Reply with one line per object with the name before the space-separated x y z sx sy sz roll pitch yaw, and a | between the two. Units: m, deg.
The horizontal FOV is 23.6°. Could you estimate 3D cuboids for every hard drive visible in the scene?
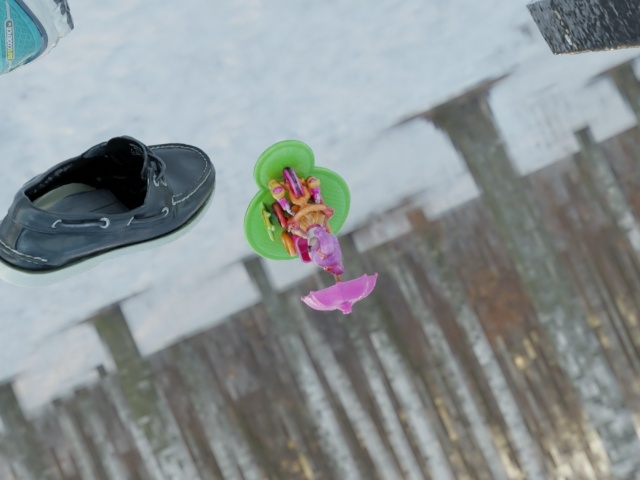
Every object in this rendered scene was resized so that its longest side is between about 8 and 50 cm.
hard drive | 0.318 -0.235 1.208 0.237 0.064 0.339 -32 -171 -5

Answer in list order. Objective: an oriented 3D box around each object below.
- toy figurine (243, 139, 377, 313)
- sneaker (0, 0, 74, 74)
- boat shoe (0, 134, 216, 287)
toy figurine | 0.000 0.000 1.650 0.130 0.159 0.173 -23 134 -10
sneaker | -0.278 -0.216 1.052 0.110 0.275 0.107 -33 -142 2
boat shoe | -0.229 -0.060 1.717 0.340 0.127 0.113 -24 143 -44
